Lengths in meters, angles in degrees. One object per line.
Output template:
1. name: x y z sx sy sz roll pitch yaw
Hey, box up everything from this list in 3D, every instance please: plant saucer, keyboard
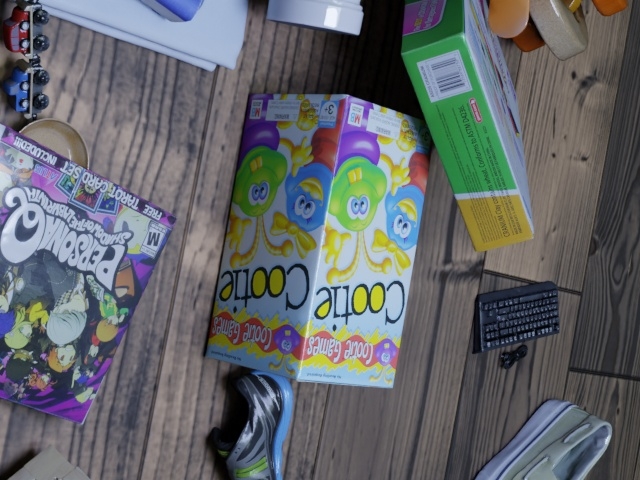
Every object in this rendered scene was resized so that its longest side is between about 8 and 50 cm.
1. plant saucer: -0.242 -0.066 1.012 0.083 0.015 0.083 -16 113 -41
2. keyboard: 0.268 0.117 1.561 0.180 0.023 0.108 -7 101 -44

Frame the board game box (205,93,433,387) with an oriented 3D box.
1. board game box: 0.000 0.000 1.181 0.142 0.144 0.275 11 87 -45

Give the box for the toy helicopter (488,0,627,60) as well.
1. toy helicopter: 0.221 -0.373 1.346 0.355 0.140 0.235 63 28 -11

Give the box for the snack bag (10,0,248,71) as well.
1. snack bag: -0.169 -0.353 1.034 0.323 0.037 0.342 11 88 -47

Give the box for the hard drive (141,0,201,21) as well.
1. hard drive: -0.190 -0.351 0.955 0.319 0.040 0.210 30 74 -45

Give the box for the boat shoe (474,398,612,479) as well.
1. boat shoe: 0.286 0.327 1.558 0.302 0.094 0.109 -47 126 -31

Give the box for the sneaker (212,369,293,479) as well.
1. sneaker: -0.079 0.225 1.204 0.078 0.067 0.188 5 94 -25

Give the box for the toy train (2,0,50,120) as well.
1. toy train: -0.244 -0.172 0.957 0.036 0.027 0.158 -13 125 -33

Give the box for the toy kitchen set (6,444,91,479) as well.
1. toy kitchen set: -0.241 0.245 1.031 0.075 0.083 0.068 -39 163 -35

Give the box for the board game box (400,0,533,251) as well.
1. board game box: 0.160 -0.174 1.257 0.316 0.064 0.242 -80 151 -57

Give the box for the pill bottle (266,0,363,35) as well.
1. pill bottle: 0.015 -0.333 1.097 0.146 0.146 0.264 3 100 -46

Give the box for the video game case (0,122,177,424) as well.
1. video game case: -0.255 0.028 0.986 0.232 0.042 0.210 31 81 -44
